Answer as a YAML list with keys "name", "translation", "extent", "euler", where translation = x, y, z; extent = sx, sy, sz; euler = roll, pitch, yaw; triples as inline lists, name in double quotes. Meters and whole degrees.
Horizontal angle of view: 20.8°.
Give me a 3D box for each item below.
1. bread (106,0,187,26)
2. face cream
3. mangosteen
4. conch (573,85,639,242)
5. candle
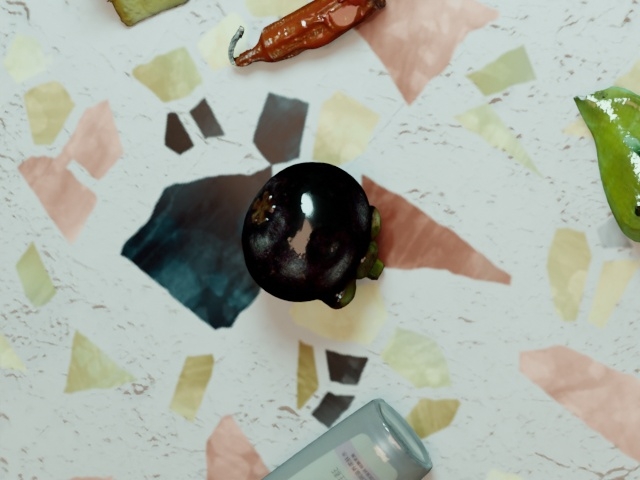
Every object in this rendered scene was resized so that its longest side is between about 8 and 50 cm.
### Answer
- name: "bread"
  translation: [-0.176, -0.257, 1.661]
  extent: [0.084, 0.109, 0.080]
  euler: [-18, 90, 9]
- name: "face cream"
  translation: [-0.017, 0.270, 1.710]
  extent: [0.269, 0.073, 0.107]
  euler: [-40, 80, 15]
- name: "mangosteen"
  translation: [0.000, 0.000, 1.654]
  extent: [0.151, 0.137, 0.137]
  euler: [31, 105, -28]
- name: "conch"
  translation: [0.309, -0.053, 1.602]
  extent: [0.095, 0.079, 0.201]
  euler: [-17, 85, -5]
- name: "candle"
  translation: [-0.017, -0.204, 1.661]
  extent: [0.162, 0.048, 0.053]
  euler: [-26, 62, 16]
